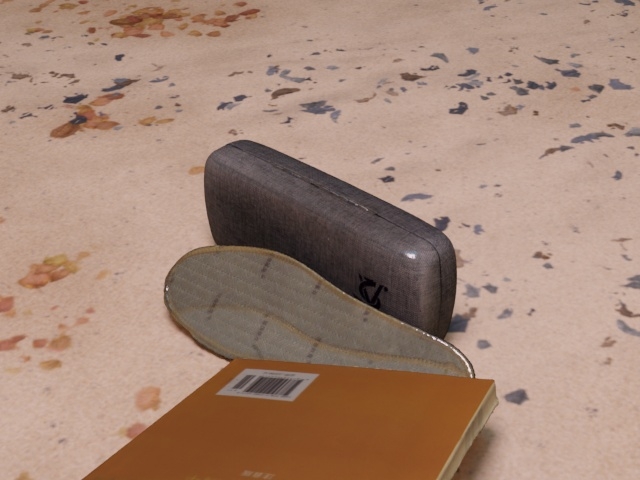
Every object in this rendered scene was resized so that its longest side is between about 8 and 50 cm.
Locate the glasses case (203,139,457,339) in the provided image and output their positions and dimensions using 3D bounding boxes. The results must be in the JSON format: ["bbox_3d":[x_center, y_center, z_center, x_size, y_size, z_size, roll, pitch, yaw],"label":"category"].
[{"bbox_3d":[0.000,0.000,0.965,0.074,0.131,0.323,-29,42,-35],"label":"glasses case"}]

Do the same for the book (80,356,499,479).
[{"bbox_3d":[-0.041,0.175,0.684,0.262,0.028,0.374,3,17,25],"label":"book"}]

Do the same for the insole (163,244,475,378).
[{"bbox_3d":[-0.013,0.086,0.889,0.348,0.009,0.119,23,85,27],"label":"insole"}]
